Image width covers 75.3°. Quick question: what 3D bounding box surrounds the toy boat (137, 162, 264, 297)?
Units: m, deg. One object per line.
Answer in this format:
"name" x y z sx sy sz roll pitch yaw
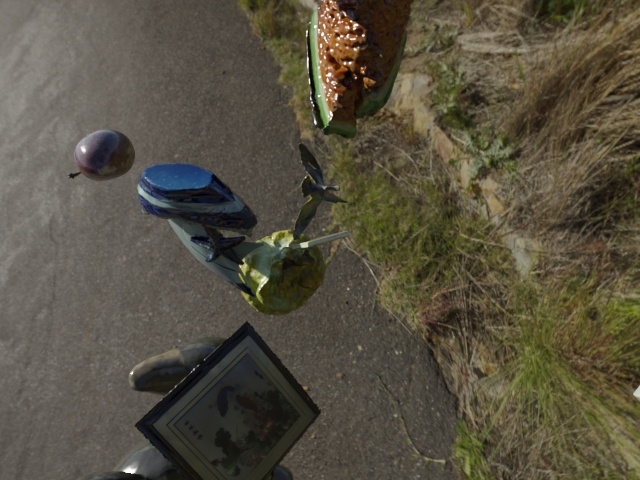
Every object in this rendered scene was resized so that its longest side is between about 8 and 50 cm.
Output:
"toy boat" -0.158 -0.005 0.652 0.210 0.292 0.071 -5 44 43

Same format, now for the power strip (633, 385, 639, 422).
"power strip" 0.512 0.185 0.591 0.047 0.030 0.191 39 86 18

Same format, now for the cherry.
"cherry" -0.512 -0.172 0.931 0.187 0.115 0.148 -26 55 -3

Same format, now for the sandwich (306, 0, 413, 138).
"sandwich" 0.078 -0.352 0.716 0.161 0.301 0.251 -5 74 -17

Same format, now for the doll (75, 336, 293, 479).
"doll" -0.271 0.388 0.774 0.379 0.381 0.253 50 121 41

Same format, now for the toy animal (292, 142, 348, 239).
"toy animal" 0.009 -0.099 0.948 0.095 0.155 0.220 -169 90 -68

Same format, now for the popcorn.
"popcorn" -0.094 0.081 1.030 0.221 0.204 0.183 -38 39 -14

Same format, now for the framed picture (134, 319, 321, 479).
"framed picture" -0.116 0.252 0.585 0.199 0.195 0.010 -42 12 -25

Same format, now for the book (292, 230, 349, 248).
"book" 0.000 0.001 0.928 0.110 0.014 0.077 -16 2 -30
